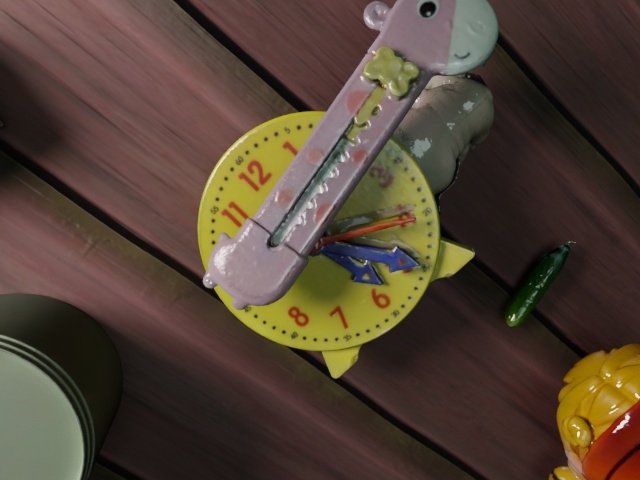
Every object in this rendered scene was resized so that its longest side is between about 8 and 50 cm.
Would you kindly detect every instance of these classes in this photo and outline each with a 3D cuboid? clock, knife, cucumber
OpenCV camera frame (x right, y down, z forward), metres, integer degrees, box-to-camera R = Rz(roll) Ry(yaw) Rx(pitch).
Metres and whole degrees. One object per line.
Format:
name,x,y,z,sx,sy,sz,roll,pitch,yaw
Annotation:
clock,-0.002,0.000,0.509,0.293,0.071,0.277,38,104,-2
knife,0.025,-0.095,0.449,0.132,0.038,0.399,36,92,7
cucumber,0.317,0.061,0.655,0.037,0.037,0.155,37,89,-15

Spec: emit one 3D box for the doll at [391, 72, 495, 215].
doll,0.140,-0.125,0.559,0.149,0.095,0.192,45,83,-17

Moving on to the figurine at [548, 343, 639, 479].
figurine,0.469,0.280,0.636,0.320,0.196,0.323,-43,115,1

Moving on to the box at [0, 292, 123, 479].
box,-0.335,0.180,0.453,0.225,0.149,0.227,-2,97,-13

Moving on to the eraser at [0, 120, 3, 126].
eraser,-0.473,-0.088,0.419,0.278,0.081,0.124,-36,104,-7
